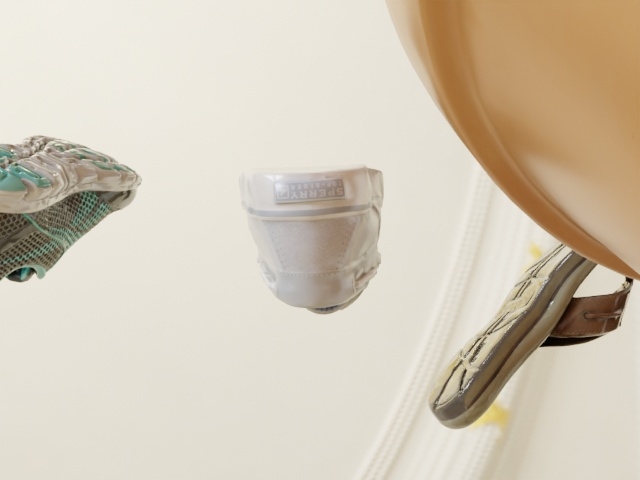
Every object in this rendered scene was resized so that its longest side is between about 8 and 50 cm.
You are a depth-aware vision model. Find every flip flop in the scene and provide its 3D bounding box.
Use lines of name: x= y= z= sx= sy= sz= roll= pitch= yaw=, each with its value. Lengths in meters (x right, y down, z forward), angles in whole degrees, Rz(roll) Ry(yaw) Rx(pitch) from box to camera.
flip flop: x=0.201 y=0.064 z=1.400 sx=0.080 sy=0.112 sz=0.277 roll=45 pitch=-111 yaw=-4

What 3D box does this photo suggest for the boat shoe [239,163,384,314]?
boat shoe: x=0.000 y=0.000 z=0.718 sx=0.066 sy=0.184 sz=0.063 roll=-2 pitch=-88 yaw=-5

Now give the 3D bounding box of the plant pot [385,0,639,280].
plant pot: x=0.172 y=-0.077 z=0.476 sx=0.291 sy=0.291 sz=0.203 roll=23 pitch=-155 yaw=-22

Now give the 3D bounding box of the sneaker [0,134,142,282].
sneaker: x=-0.156 y=-0.014 z=0.935 sx=0.065 sy=0.076 sz=0.166 roll=25 pitch=-167 yaw=17
